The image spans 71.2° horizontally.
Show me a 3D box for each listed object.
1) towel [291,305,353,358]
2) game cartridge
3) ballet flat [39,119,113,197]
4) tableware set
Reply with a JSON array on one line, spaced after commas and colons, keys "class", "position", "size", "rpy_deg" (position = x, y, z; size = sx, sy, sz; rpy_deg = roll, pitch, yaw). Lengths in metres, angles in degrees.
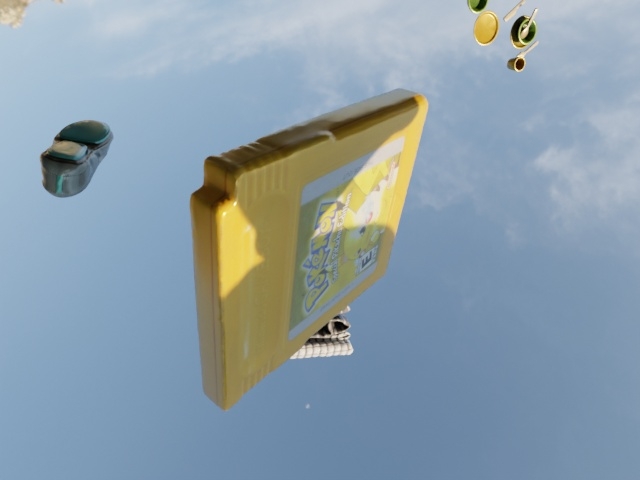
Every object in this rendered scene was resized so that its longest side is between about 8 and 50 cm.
[{"class": "towel", "position": [-0.078, 0.165, 1.043], "size": [0.235, 0.121, 0.283], "rpy_deg": [2, -169, -22]}, {"class": "game cartridge", "position": [0.000, 0.000, 0.506], "size": [0.052, 0.285, 0.323], "rpy_deg": [28, -139, 26]}, {"class": "ballet flat", "position": [-0.357, -0.121, 0.654], "size": [0.072, 0.068, 0.213], "rpy_deg": [9, -155, -17]}, {"class": "tableware set", "position": [0.279, -0.328, 0.673], "size": [0.104, 0.154, 0.024], "rpy_deg": [-42, -148, -3]}]
